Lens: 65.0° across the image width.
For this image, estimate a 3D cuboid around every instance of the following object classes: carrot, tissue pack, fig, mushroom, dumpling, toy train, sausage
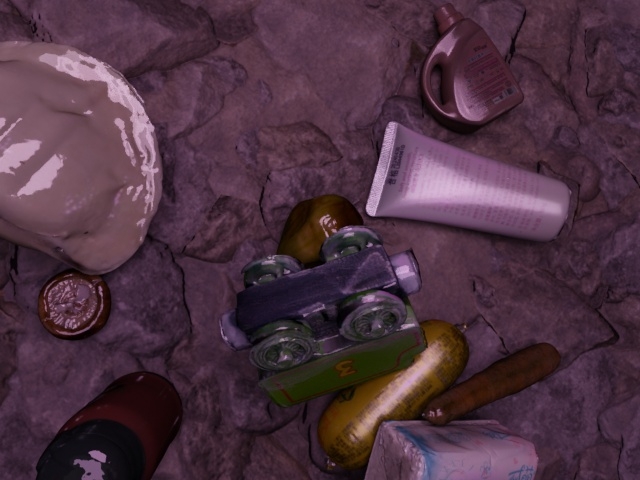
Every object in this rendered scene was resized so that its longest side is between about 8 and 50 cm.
[{"bbox_3d":[0.298,0.252,0.878,0.342,0.070,0.070,-13,87,-31],"label":"carrot"},{"bbox_3d":[0.205,0.401,0.815,0.271,0.124,0.201,11,101,-31],"label":"tissue pack"},{"bbox_3d":[0.000,0.000,0.868,0.165,0.144,0.154,-46,70,4],"label":"fig"},{"bbox_3d":[-0.411,0.106,0.846,0.123,0.052,0.123,2,76,-8],"label":"mushroom"},{"bbox_3d":[-0.413,-0.138,0.780,0.315,0.233,0.395,-40,102,-2],"label":"dumpling"},{"bbox_3d":[0.018,0.125,0.781,0.307,0.249,0.173,-20,47,4],"label":"toy train"},{"bbox_3d":[0.128,0.259,0.872,0.347,0.123,0.123,-41,92,-9],"label":"sausage"}]

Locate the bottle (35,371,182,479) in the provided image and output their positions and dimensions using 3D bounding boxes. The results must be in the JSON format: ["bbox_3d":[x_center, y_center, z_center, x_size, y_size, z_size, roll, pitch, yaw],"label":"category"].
[{"bbox_3d":[-0.284,0.283,0.706,0.144,0.336,0.144,1,85,-9],"label":"bottle"}]

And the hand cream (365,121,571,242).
[{"bbox_3d":[0.276,-0.091,0.939,0.359,0.118,0.185,15,87,1],"label":"hand cream"}]

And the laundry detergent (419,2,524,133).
[{"bbox_3d":[0.262,-0.325,0.962,0.171,0.076,0.237,-32,90,-9],"label":"laundry detergent"}]
